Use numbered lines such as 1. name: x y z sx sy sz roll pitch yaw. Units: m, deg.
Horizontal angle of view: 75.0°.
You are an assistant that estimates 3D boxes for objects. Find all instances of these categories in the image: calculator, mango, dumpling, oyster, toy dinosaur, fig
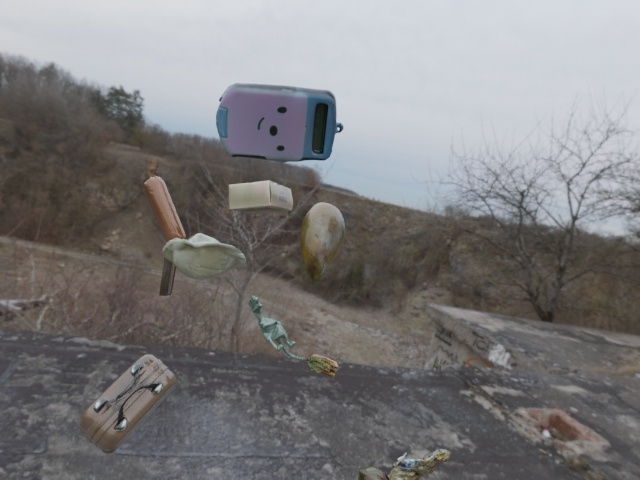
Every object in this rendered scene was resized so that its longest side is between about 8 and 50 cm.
1. calculator: -0.090 -0.265 0.956 0.293 0.173 0.051 1 26 -11
2. mango: 0.000 0.000 1.497 0.146 0.316 0.193 -3 -39 26
3. dumpling: -0.346 0.042 1.262 0.252 0.131 0.179 15 -33 -18
4. oyster: 0.369 0.820 1.526 0.222 0.083 0.214 -27 -23 20
5. toy dinosaur: -0.123 0.326 1.324 0.129 0.076 0.383 43 -20 52
6. fig: 0.162 0.784 1.342 0.103 0.109 0.155 -15 -55 46

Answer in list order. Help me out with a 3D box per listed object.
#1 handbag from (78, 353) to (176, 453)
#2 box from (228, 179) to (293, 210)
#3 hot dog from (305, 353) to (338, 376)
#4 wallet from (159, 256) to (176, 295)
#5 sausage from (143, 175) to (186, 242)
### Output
1. handbag: -0.596 0.500 1.306 0.149 0.302 0.283 41 -35 5
2. box: -0.218 -0.157 1.559 0.168 0.095 0.212 -6 -3 17
3. hot dog: 0.003 0.402 1.343 0.133 0.056 0.041 8 -8 43
4. wallet: -0.720 0.141 1.988 0.039 0.243 0.132 16 -18 -38
5. sausage: -0.629 -0.119 1.684 0.086 0.289 0.086 -22 2 1
